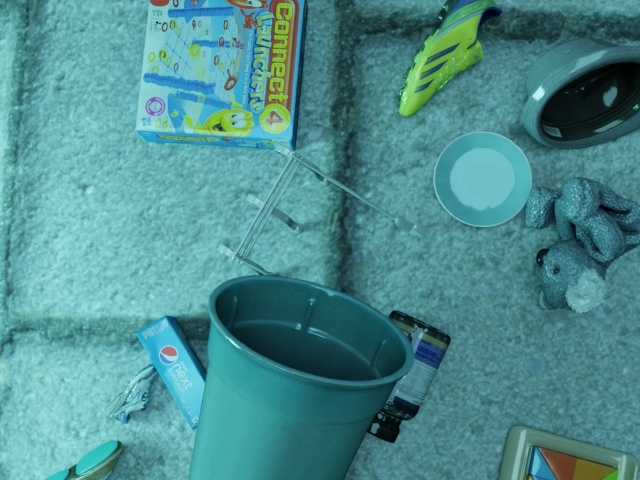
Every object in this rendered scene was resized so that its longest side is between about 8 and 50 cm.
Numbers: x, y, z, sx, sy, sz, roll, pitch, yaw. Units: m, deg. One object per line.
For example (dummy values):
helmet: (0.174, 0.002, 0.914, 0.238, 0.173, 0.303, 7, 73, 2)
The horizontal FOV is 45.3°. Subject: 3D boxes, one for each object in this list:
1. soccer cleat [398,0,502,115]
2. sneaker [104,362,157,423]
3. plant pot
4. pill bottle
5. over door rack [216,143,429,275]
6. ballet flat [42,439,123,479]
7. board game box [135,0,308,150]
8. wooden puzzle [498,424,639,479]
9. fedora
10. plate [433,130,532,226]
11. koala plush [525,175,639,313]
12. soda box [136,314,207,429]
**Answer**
soccer cleat: (0.249, -0.357, 1.480, 0.121, 0.093, 0.289, 31, 86, -1)
sneaker: (-0.345, 0.292, 1.460, 0.058, 0.052, 0.135, 41, 94, -3)
plant pot: (-0.061, 0.281, 1.285, 0.341, 0.341, 0.334, 20, 110, 5)
pill bottle: (0.139, 0.248, 1.398, 0.123, 0.123, 0.219, 26, 86, 5)
over door rack: (0.000, 0.000, 1.453, 0.324, 0.108, 0.239, 30, 87, -8)
ballet flat: (-0.449, 0.449, 1.442, 0.206, 0.073, 0.067, -29, 110, 2)
board game box: (-0.188, -0.341, 1.502, 0.302, 0.086, 0.308, 4, 84, 4)
wooden puzzle: (0.441, 0.470, 1.386, 0.239, 0.044, 0.220, 14, 78, 5)
fedora: (0.495, -0.289, 1.420, 0.276, 0.243, 0.124, -18, 54, 5)
plate: (0.312, -0.117, 1.482, 0.188, 0.024, 0.188, 0, 83, 3)
koala plush: (0.468, 0.028, 1.379, 0.203, 0.196, 0.221, 22, 81, -9)
soda box: (-0.259, 0.246, 1.444, 0.067, 0.071, 0.210, -31, 83, -2)
